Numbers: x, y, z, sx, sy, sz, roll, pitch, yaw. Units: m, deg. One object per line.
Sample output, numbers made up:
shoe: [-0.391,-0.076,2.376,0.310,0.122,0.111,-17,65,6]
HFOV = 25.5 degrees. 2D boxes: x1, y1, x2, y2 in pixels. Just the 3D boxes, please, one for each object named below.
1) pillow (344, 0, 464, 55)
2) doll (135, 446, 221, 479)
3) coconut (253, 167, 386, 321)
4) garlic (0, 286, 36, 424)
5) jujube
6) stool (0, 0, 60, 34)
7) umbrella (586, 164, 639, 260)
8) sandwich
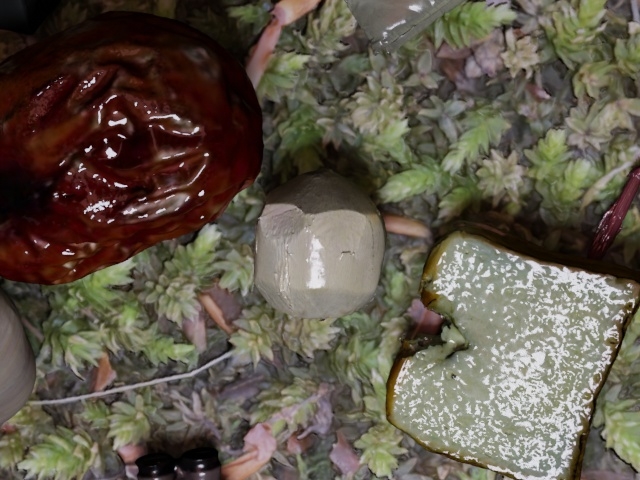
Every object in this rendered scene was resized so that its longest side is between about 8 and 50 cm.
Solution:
pillow: [0.105,-0.307,1.598,0.181,0.078,0.134,-36,86,13]
doll: [-0.151,0.378,1.676,0.182,0.117,0.257,-6,91,-3]
coconut: [-0.001,0.001,1.599,0.161,0.161,0.162,2,102,8]
garlic: [-0.482,0.125,1.642,0.322,0.241,0.322,24,133,29]
jujube: [-0.251,-0.104,1.578,0.377,0.276,0.276,-24,91,14]
stool: [-0.358,-0.354,1.593,0.141,0.232,0.232,13,97,4]
umbrella: [0.330,-0.016,1.613,0.027,0.025,0.165,22,103,-16]
sandwich: [0.212,0.130,1.602,0.249,0.095,0.273,19,103,8]
